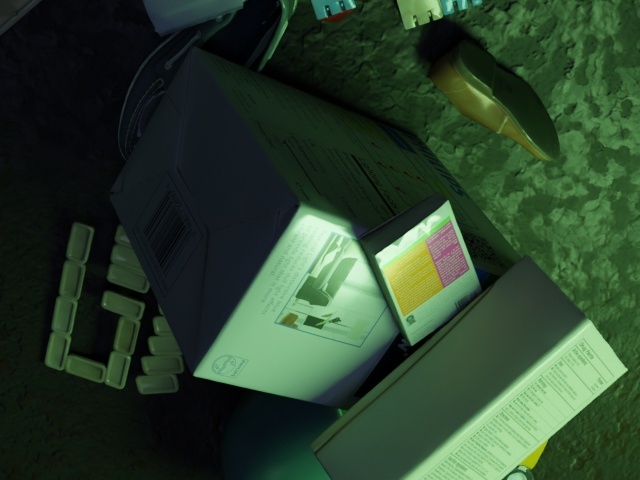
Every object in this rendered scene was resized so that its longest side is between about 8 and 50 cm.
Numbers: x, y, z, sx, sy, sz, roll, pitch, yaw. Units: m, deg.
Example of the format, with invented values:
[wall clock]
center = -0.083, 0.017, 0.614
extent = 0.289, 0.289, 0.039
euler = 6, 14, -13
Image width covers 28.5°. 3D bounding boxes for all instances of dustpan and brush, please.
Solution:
[dustpan and brush]
center = -0.173, -0.362, 1.482
extent = 0.147, 0.060, 0.211
euler = -11, 115, 35

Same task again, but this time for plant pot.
[plant pot]
center = 0.011, 0.274, 1.689
extent = 0.235, 0.293, 0.293
euler = -31, 114, 26

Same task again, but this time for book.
[book]
center = 0.107, 0.031, 1.278
extent = 0.096, 0.035, 0.144
euler = -32, 131, -9

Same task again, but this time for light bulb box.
[light bulb box]
center = 0.000, 0.000, 1.457
extent = 0.361, 0.358, 0.225
euler = 19, 115, -35

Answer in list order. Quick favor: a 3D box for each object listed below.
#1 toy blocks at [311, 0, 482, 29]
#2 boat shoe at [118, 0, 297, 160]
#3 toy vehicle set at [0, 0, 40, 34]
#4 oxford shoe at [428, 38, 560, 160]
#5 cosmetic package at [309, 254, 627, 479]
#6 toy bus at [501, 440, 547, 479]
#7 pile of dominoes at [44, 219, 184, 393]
[toy blocks]
center = 0.108, -0.372, 1.459
extent = 0.381, 0.191, 0.261
euler = -18, 126, 3
[boat shoe]
center = -0.145, -0.204, 1.542
extent = 0.116, 0.099, 0.319
euler = 37, 107, -19
[toy vehicle set]
center = -0.377, -0.340, 1.460
extent = 0.267, 0.035, 0.166
euler = -37, 136, 12
[oxford shoe]
center = 0.225, -0.170, 1.616
extent = 0.212, 0.076, 0.076
euler = 39, 136, -22
[cosmetic package]
center = 0.160, 0.178, 1.345
extent = 0.309, 0.113, 0.160
euler = -42, 144, 3
[toy bus]
center = 0.204, 0.348, 1.823
extent = 0.130, 0.108, 0.333
euler = 27, 110, -15
[pile of dominoes]
center = -0.256, 0.089, 1.702
extent = 0.196, 0.040, 0.251
euler = 19, 117, 2
